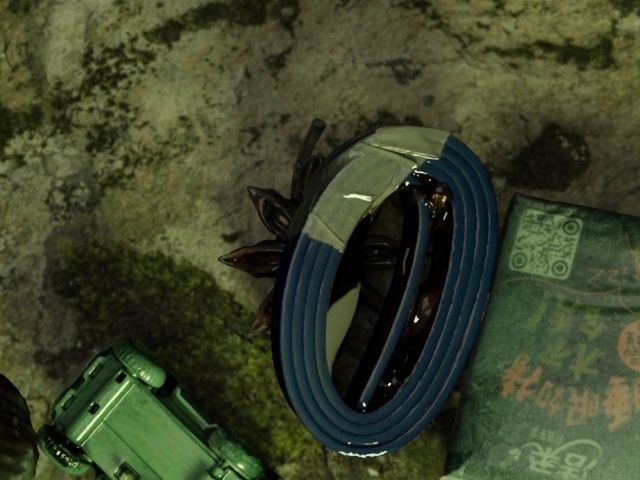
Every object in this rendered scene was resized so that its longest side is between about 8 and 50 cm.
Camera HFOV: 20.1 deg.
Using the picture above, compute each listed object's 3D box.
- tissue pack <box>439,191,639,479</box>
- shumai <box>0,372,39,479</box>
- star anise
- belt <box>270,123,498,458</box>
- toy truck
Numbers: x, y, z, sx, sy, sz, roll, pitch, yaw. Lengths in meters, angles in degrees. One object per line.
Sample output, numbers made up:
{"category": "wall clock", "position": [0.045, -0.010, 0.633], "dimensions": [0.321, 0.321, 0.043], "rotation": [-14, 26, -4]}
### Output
{"category": "tissue pack", "position": [0.271, 0.122, 1.868], "dimensions": [0.227, 0.103, 0.316], "rotation": [12, 80, 20]}
{"category": "shumai", "position": [-0.465, 0.329, 1.925], "dimensions": [0.395, 0.395, 0.348], "rotation": [8, 120, 18]}
{"category": "star anise", "position": [0.001, 0.000, 1.986], "dimensions": [0.230, 0.081, 0.263], "rotation": [-5, 87, 15]}
{"category": "belt", "position": [0.061, 0.049, 1.891], "dimensions": [0.212, 0.117, 0.347], "rotation": [16, 91, -6]}
{"category": "toy truck", "position": [-0.164, 0.237, 1.936], "dimensions": [0.279, 0.156, 0.155], "rotation": [41, 90, 21]}
